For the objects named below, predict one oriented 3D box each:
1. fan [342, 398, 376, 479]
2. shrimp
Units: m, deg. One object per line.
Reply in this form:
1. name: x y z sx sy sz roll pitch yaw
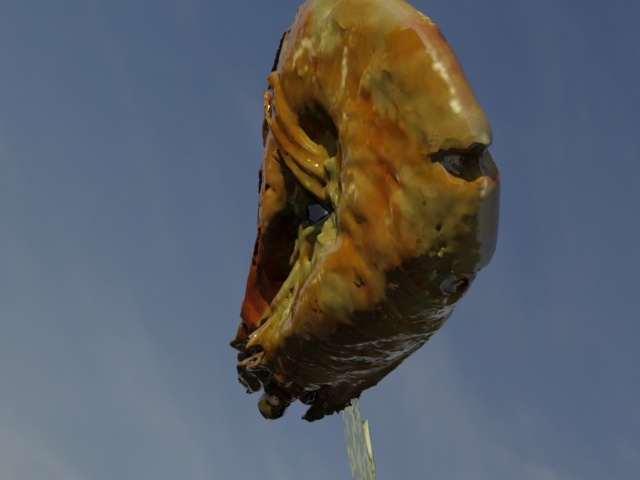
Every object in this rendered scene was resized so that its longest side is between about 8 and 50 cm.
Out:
1. fan: 0.039 0.216 1.448 0.240 0.009 0.131 -108 -163 -58
2. shrimp: 0.001 0.000 0.610 0.154 0.062 0.294 61 -34 24
